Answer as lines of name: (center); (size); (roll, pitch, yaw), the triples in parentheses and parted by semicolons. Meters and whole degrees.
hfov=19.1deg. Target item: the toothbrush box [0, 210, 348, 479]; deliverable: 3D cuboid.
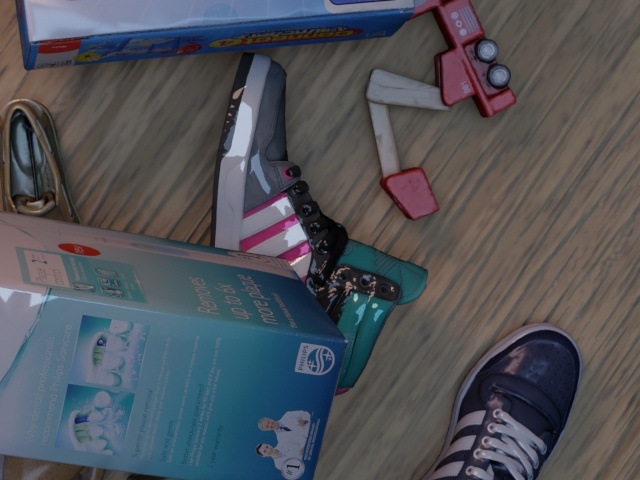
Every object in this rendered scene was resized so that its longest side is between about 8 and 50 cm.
toothbrush box: (-0.155, 0.073, 1.374); (0.296, 0.216, 0.126); (9, 103, -15)

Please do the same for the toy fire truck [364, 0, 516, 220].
toy fire truck: (0.088, -0.128, 1.591); (0.135, 0.047, 0.192); (-26, 94, -2)

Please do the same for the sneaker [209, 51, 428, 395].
sneaker: (0.000, 0.000, 1.549); (0.178, 0.124, 0.295); (4, 100, -1)

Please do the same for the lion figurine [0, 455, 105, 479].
lion figurine: (-0.285, 0.106, 1.539); (0.240, 0.142, 0.392); (-43, 108, -7)

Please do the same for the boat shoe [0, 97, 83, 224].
boat shoe: (-0.231, -0.021, 1.554); (0.068, 0.072, 0.190); (-16, 95, -4)

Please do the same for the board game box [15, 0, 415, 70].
board game box: (-0.100, -0.302, 1.497); (0.302, 0.086, 0.308); (-6, 82, -12)

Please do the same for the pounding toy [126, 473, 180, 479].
pounding toy: (-0.092, 0.246, 1.580); (0.130, 0.100, 0.141); (-22, 98, -18)

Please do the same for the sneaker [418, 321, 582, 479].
sneaker: (0.136, 0.198, 1.559); (0.099, 0.153, 0.282); (35, 89, -7)
